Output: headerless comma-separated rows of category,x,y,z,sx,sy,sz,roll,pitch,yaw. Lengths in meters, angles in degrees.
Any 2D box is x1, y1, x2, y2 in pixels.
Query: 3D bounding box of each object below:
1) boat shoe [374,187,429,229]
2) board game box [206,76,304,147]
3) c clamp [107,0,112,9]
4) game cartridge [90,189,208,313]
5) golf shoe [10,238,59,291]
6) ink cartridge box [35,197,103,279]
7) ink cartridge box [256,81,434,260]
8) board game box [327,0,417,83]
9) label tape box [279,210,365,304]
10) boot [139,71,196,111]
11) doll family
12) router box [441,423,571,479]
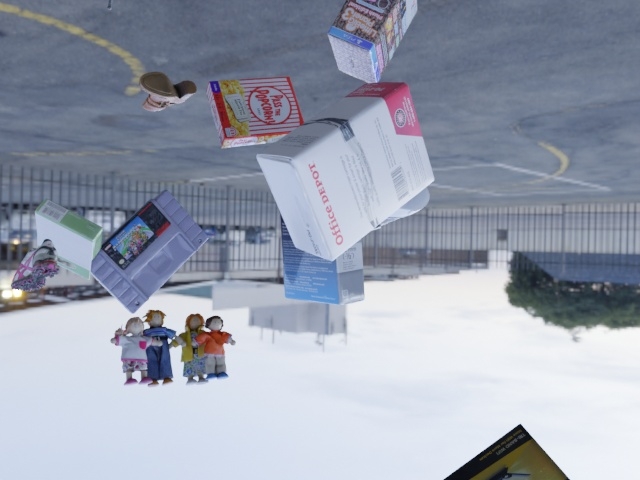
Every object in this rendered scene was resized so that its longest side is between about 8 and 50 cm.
boat shoe,0.092,-0.065,1.206,0.301,0.108,0.102,-21,166,-40
board game box,-0.143,-0.289,1.365,0.193,0.147,0.045,-11,163,-24
c clamp,-0.321,-0.468,0.993,0.022,0.137,0.160,4,177,-28
game cartridge,-0.554,0.030,1.961,0.068,0.355,0.230,7,140,53
golf shoe,-0.686,0.064,1.472,0.186,0.086,0.067,-29,151,32
ink cartridge box,-0.698,0.002,1.694,0.171,0.056,0.235,28,145,-5
ink cartridge box,0.044,-0.108,0.920,0.237,0.172,0.100,-37,-148,-26
board game box,0.166,-0.664,1.850,0.141,0.291,0.232,27,175,14
label tape box,0.000,0.000,1.768,0.115,0.348,0.249,-5,-176,-41
boot,-0.476,-0.421,1.774,0.152,0.073,0.197,-16,172,37
doll family,-0.319,0.226,1.307,0.262,0.163,0.118,3,157,-26
router box,0.370,0.561,1.258,0.308,0.081,0.243,-37,-155,0
